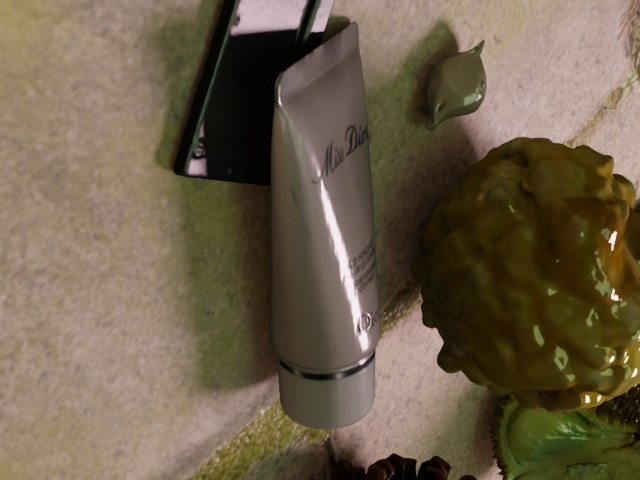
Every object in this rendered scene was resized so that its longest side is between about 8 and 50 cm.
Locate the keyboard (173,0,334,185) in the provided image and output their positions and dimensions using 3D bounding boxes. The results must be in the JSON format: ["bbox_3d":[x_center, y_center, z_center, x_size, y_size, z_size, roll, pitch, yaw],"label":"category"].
[{"bbox_3d":[-0.019,-0.184,0.718,0.101,0.018,0.309,4,110,-48],"label":"keyboard"}]

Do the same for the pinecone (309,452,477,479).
[{"bbox_3d":[0.066,0.288,0.983,0.186,0.168,0.212,-31,150,32],"label":"pinecone"}]

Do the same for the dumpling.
[{"bbox_3d":[0.113,-0.131,0.889,0.052,0.057,0.076,2,88,-11],"label":"dumpling"}]

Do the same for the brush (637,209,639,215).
[{"bbox_3d":[0.387,0.072,1.339,0.062,0.027,0.266,-18,129,-41],"label":"brush"}]

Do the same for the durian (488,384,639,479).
[{"bbox_3d":[0.320,0.244,1.200,0.177,0.237,0.200,-19,127,-55],"label":"durian"}]

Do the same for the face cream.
[{"bbox_3d":[0.000,0.000,0.808,0.143,0.089,0.314,-45,139,-53],"label":"face cream"}]

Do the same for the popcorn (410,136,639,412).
[{"bbox_3d":[0.207,0.029,0.938,0.225,0.249,0.249,-26,131,-47],"label":"popcorn"}]
